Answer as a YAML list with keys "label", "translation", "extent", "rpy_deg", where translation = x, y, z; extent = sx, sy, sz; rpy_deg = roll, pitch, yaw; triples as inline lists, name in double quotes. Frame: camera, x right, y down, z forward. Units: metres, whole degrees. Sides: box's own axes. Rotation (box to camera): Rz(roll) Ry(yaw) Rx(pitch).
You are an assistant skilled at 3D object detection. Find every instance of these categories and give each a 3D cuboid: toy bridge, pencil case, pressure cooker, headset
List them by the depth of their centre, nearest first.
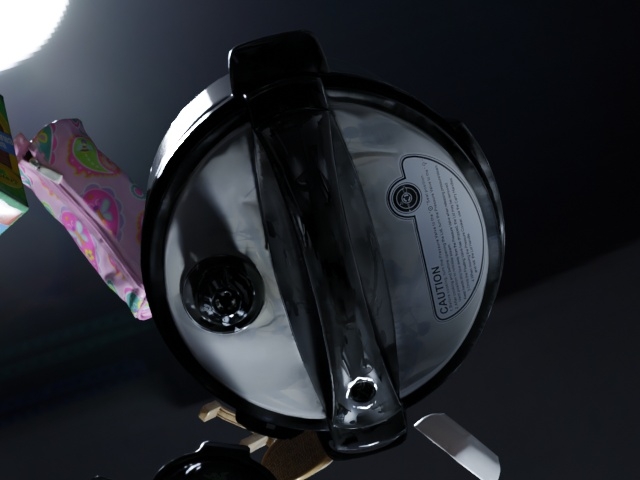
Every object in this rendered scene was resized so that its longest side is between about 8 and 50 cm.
- label: "headset"
  translation: [-0.137, 0.325, 1.342]
  extent: [0.394, 0.185, 0.243]
  rpy_deg: [158, 118, -89]
- label: "pressure cooker"
  translation: [-0.005, 0.003, 1.445]
  extent: [0.370, 0.375, 0.420]
  rpy_deg: [32, -174, -10]
- label: "pencil case"
  translation: [-0.280, -0.032, 1.798]
  extent: [0.284, 0.124, 0.124]
  rpy_deg: [48, 166, 8]
- label: "toy bridge"
  translation: [-0.103, 0.313, 2.160]
  extent: [0.188, 0.063, 0.026]
  rpy_deg: [38, 121, 23]

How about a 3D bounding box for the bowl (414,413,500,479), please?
- label: "bowl"
  translation: [0.246, 0.358, 2.417]
  extent: [0.142, 0.053, 0.142]
  rpy_deg: [42, 176, -34]

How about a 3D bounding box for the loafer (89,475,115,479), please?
- label: "loafer"
  translation: [-0.311, 0.398, 1.875]
  extent: [0.062, 0.170, 0.061]
  rpy_deg: [37, -172, 34]

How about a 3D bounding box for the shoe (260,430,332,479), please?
- label: "shoe"
  translation: [0.011, 0.276, 1.944]
  extent: [0.076, 0.219, 0.058]
  rpy_deg: [46, 166, 32]

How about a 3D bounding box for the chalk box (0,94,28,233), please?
- label: "chalk box"
  translation: [-0.463, -0.071, 1.579]
  extent: [0.180, 0.179, 0.289]
  rpy_deg: [37, -161, -43]
